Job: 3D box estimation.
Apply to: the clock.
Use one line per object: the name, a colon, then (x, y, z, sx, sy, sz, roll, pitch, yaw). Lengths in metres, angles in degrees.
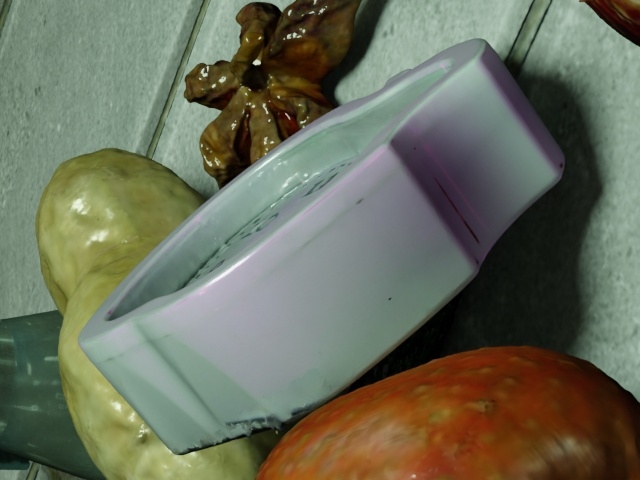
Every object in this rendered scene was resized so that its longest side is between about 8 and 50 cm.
clock: (0.000, 0.000, 1.153, 0.102, 0.338, 0.338, 52, 145, -11)

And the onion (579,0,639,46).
onion: (0.251, -0.253, 0.813, 0.385, 0.347, 0.347, -33, 46, 2)

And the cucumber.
cucumber: (0.051, 0.094, 1.232, 0.058, 0.058, 0.187, 49, 122, 50)

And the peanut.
peanut: (-0.134, 0.074, 1.390, 0.169, 0.192, 0.387, -49, 45, 22)

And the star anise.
star anise: (-0.040, -0.123, 1.380, 0.196, 0.111, 0.212, -131, 49, -58)

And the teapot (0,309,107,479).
teapot: (-0.262, 0.140, 1.545, 0.203, 0.225, 0.171, -55, 41, 36)

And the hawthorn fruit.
hawthorn fruit: (0.096, 0.190, 0.955, 0.300, 0.275, 0.275, -33, 57, 52)
